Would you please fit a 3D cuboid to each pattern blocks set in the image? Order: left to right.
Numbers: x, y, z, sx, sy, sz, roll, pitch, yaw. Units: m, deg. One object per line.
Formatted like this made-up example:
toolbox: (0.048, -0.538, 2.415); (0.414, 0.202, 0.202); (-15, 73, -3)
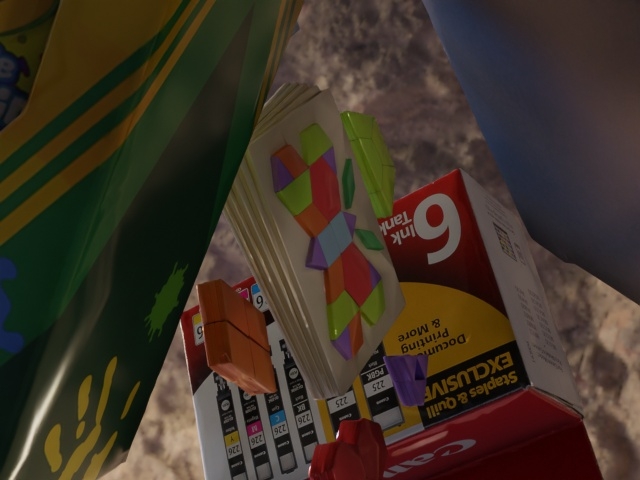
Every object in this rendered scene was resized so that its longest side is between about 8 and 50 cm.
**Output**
pattern blocks set: (0.000, 0.000, 0.682); (0.026, 0.285, 0.325); (-13, -57, 27)

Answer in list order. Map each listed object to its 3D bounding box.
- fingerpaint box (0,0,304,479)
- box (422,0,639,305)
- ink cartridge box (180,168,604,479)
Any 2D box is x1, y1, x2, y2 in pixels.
fingerpaint box: (-0.243, -0.136, 0.451); (0.444, 0.371, 0.163); (25, 10, 9)
box: (0.274, -0.132, 0.389); (0.212, 0.395, 0.293); (58, -9, -32)
ink cartridge box: (0.051, 0.135, 0.917); (0.309, 0.272, 0.130); (-28, -32, 23)
